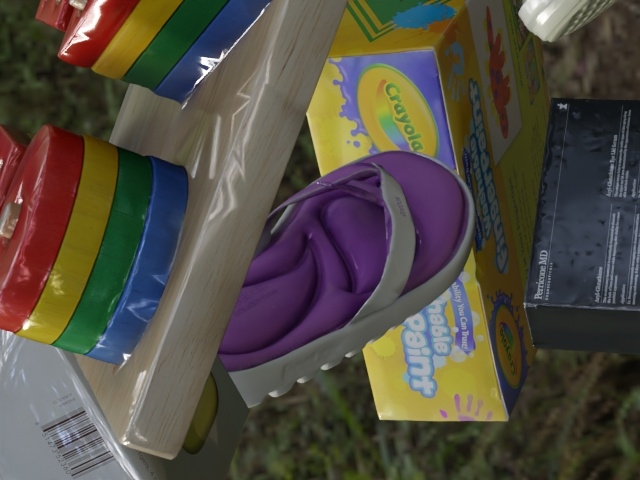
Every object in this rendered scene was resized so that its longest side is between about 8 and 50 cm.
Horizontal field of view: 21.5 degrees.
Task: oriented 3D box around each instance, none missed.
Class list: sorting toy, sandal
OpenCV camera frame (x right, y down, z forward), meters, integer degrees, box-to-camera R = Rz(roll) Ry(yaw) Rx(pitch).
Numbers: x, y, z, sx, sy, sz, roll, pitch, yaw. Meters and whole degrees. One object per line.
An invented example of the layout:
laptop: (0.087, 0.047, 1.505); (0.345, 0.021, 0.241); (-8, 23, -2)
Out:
sorting toy: (-0.084, -0.067, 0.755); (0.257, 0.089, 0.255); (-69, 18, 5)
sandal: (0.014, 0.006, 1.406); (0.169, 0.416, 0.102); (23, 128, 20)

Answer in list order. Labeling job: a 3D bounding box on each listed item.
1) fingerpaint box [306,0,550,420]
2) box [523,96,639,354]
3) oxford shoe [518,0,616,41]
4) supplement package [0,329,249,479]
fingerpaint box: (0.143, -0.081, 1.891); (0.371, 0.163, 0.445); (-57, -40, -53)
box: (0.321, -0.017, 1.760); (0.103, 0.184, 0.261); (72, -154, -57)
oxford shoe: (0.245, -0.320, 1.027); (0.130, 0.169, 0.449); (37, 118, 9)
supplement package: (-0.163, 0.097, 1.022); (0.194, 0.149, 0.203); (61, -165, -15)
